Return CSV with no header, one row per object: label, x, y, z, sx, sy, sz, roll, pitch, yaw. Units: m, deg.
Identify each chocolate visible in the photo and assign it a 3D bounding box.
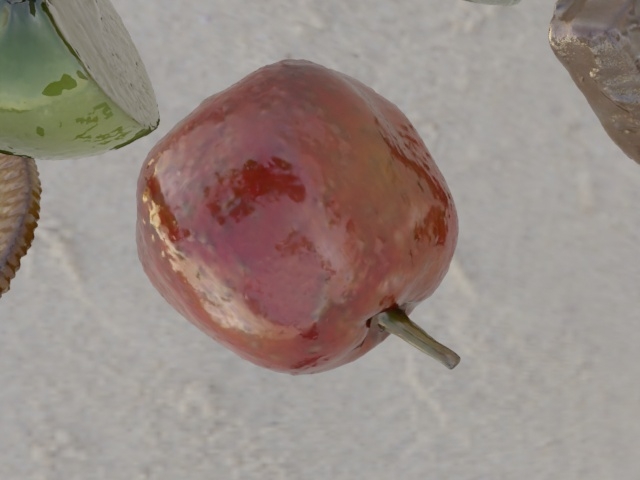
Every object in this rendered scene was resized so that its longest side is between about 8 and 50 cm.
chocolate,0.327,-0.188,1.866,0.093,0.214,0.148,1,51,43

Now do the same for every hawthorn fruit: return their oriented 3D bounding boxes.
hawthorn fruit,0.000,0.000,1.675,0.330,0.287,0.287,43,106,10

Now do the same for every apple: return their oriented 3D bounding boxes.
apple,-0.174,-0.193,1.155,0.292,0.254,0.292,-1,114,-3

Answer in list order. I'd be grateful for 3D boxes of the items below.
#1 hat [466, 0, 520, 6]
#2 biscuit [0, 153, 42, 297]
hat,0.038,-0.200,1.135,0.214,0.244,0.149,42,136,16
biscuit,-0.372,0.012,1.611,0.305,0.038,0.305,-14,47,16
